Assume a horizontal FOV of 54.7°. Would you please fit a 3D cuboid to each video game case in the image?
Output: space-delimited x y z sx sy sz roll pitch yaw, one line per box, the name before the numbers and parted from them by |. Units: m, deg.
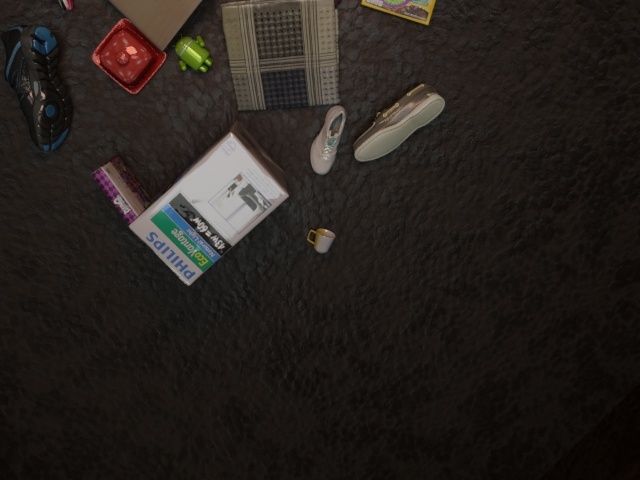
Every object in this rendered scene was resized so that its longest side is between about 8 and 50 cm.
video game case | -0.543 -0.124 1.766 0.041 0.210 0.232 -31 108 5

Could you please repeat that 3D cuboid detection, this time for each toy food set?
toy food set | -0.419 -0.658 1.607 0.219 0.092 0.306 44 136 -16

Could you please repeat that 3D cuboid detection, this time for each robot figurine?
robot figurine | -0.357 -0.522 1.734 0.115 0.067 0.101 39 112 -15

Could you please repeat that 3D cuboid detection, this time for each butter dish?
butter dish | -0.532 -0.502 1.696 0.160 0.118 0.160 41 100 -16

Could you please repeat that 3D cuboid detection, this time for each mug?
mug | 0.004 0.001 1.948 0.062 0.078 0.064 -2 121 -39

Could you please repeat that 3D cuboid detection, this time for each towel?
towel | -0.102 -0.520 1.725 0.311 0.056 0.324 -5 130 -1

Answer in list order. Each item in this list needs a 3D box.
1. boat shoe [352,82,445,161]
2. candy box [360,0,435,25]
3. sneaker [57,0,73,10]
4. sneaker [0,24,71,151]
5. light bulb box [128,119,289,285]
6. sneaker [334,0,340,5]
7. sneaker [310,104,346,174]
boat shoe | 0.219 -0.349 1.835 0.305 0.091 0.109 -34 150 10
candy box | 0.225 -0.693 1.760 0.205 0.027 0.105 13 102 -10
sneaker | -0.730 -0.682 1.650 0.074 0.063 0.170 -31 103 4
sneaker | -0.788 -0.420 1.716 0.139 0.125 0.341 10 111 20
light bulb box | -0.294 -0.118 1.715 0.361 0.358 0.225 -41 105 6
sneaker | -0.038 -0.749 1.688 0.162 0.106 0.281 -37 116 -1
sneaker | 0.024 -0.293 1.830 0.080 0.094 0.212 14 106 -11
